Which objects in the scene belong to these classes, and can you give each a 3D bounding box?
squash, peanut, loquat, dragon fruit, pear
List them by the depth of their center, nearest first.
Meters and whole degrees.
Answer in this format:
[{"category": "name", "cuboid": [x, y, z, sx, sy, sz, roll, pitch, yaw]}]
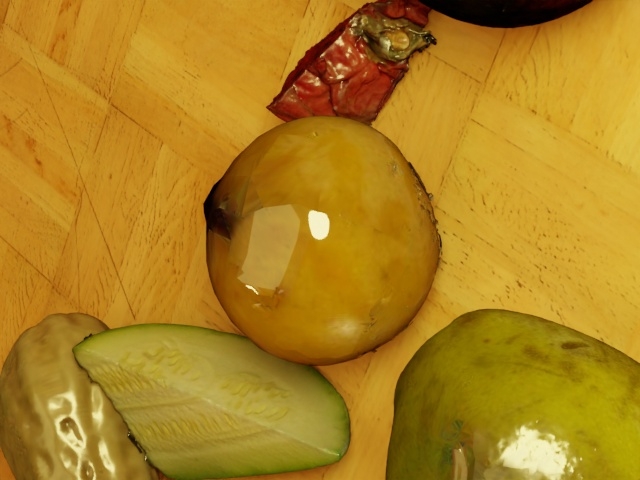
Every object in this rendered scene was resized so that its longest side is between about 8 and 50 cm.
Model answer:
[{"category": "pear", "cuboid": [0.188, 0.208, 1.218, 0.269, 0.269, 0.321, -37, 71, 37]}, {"category": "loquat", "cuboid": [0.000, 0.000, 1.399, 0.235, 0.235, 0.235, 1, 91, 43]}, {"category": "dragon fruit", "cuboid": [0.048, -0.179, 1.476, 0.092, 0.122, 0.192, 41, 122, -11]}, {"category": "squash", "cuboid": [-0.101, 0.144, 1.568, 0.288, 0.111, 0.203, -18, 110, 45]}, {"category": "peanut", "cuboid": [-0.274, 0.274, 1.699, 0.192, 0.169, 0.387, -24, 75, 56]}]

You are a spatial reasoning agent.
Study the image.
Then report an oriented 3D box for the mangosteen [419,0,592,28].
[{"category": "mangosteen", "cuboid": [0.161, -0.325, 1.218, 0.311, 0.311, 0.311, 1, 91, 43]}]
